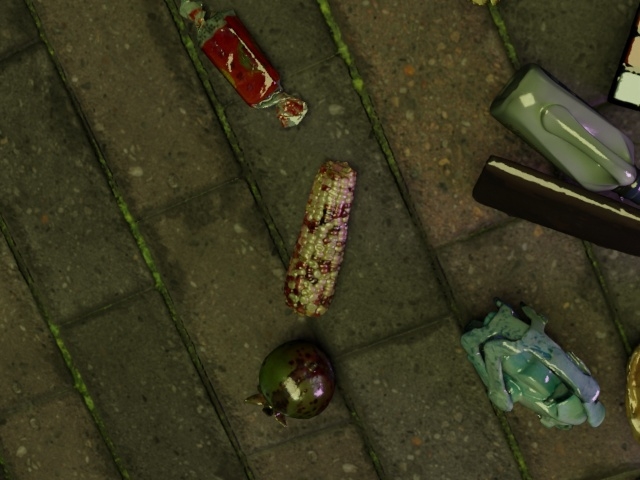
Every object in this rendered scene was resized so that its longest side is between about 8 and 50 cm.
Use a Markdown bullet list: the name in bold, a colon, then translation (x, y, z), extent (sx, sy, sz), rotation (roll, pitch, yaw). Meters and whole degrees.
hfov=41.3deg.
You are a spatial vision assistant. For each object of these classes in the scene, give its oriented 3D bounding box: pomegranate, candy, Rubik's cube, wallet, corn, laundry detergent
- **pomegranate**: translation (-0.052, 0.264, 1.528), extent (0.148, 0.148, 0.169), rotation (34, 113, 3)
- **candy**: translation (-0.135, -0.308, 1.457), extent (0.086, 0.059, 0.292), rotation (-39, 91, 20)
- **Rubik's cube**: translation (0.532, -0.263, 1.262), extent (0.163, 0.162, 0.161), rotation (19, 106, 15)
- **wallet**: translation (0.399, -0.050, 1.353), extent (0.309, 0.165, 0.042), rotation (20, 78, 7)
- **corn**: translation (0.000, 0.000, 1.479), extent (0.092, 0.092, 0.281), rotation (15, 104, 8)
- **laundry detergent**: translation (0.397, -0.149, 1.298), extent (0.280, 0.215, 0.105), rotation (40, 102, -1)

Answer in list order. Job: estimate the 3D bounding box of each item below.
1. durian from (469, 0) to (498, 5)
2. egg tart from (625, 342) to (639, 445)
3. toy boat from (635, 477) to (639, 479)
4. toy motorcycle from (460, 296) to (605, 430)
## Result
- **durian**: translation (0.281, -0.460, 1.321), extent (0.208, 0.102, 0.146), rotation (-30, 102, -4)
- **egg tart**: translation (0.650, 0.250, 1.341), extent (0.341, 0.129, 0.341), rotation (-1, 85, 12)
- **toy boat**: translation (0.560, 0.486, 1.475), extent (0.111, 0.084, 0.276), rotation (44, 110, -3)
- **toy motorcycle**: translation (0.354, 0.217, 1.410), extent (0.260, 0.206, 0.154), rotation (45, 68, 0)
